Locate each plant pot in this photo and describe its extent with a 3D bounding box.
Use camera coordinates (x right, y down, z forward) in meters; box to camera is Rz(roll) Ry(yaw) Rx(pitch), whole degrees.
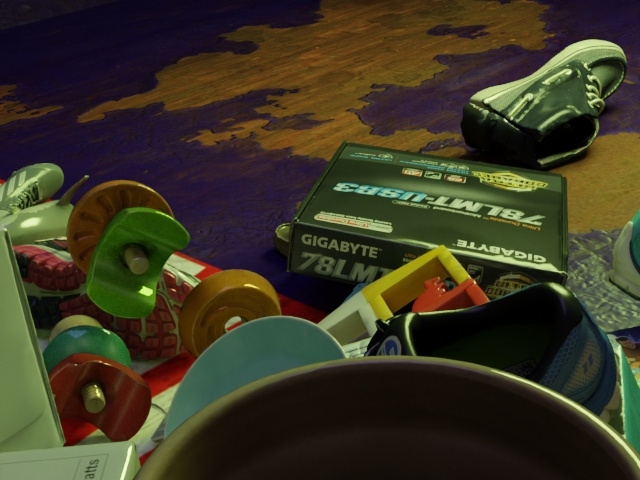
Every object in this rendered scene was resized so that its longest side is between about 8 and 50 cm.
[{"bbox_3d":[0.037,0.222,0.506,0.263,0.229,0.263,-2,26,1],"label":"plant pot"}]

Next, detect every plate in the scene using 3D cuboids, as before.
[{"bbox_3d":[-0.050,0.153,0.828,0.188,0.024,0.188,-15,55,22],"label":"plate"}]

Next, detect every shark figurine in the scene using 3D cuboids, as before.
[{"bbox_3d":[-0.363,0.015,1.209,0.166,0.116,0.278,-30,0,34],"label":"shark figurine"}]

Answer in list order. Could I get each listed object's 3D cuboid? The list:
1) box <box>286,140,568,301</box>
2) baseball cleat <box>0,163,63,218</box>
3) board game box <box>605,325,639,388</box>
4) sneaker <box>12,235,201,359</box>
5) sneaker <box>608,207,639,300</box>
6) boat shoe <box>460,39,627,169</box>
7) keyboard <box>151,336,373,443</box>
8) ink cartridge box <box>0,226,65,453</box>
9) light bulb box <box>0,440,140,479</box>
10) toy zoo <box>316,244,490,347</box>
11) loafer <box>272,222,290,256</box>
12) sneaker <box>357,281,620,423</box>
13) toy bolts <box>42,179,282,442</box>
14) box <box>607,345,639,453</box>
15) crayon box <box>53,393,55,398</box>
[{"bbox_3d":[0.136,-0.023,1.137,0.295,0.073,0.293,11,24,10],"label":"box"},{"bbox_3d":[-0.441,-0.044,1.398,0.109,0.072,0.206,32,47,33],"label":"baseball cleat"},{"bbox_3d":[0.284,0.130,0.885,0.201,0.035,0.136,-10,25,-8],"label":"board game box"},{"bbox_3d":[-0.236,0.045,1.085,0.299,0.121,0.112,12,22,28],"label":"sneaker"},{"bbox_3d":[0.421,0.029,0.944,0.275,0.110,0.107,12,17,-9],"label":"sneaker"},{"bbox_3d":[0.390,-0.203,1.494,0.340,0.127,0.158,-28,39,-25],"label":"boat shoe"},{"bbox_3d":[-0.035,0.130,0.880,0.256,0.014,0.072,-19,24,20],"label":"keyboard"},{"bbox_3d":[-0.367,0.089,0.725,0.270,0.197,0.198,13,31,35],"label":"ink cartridge box"},{"bbox_3d":[-0.264,0.294,0.430,0.361,0.225,0.358,-6,25,3],"label":"light bulb box"},{"bbox_3d":[0.069,0.100,0.893,0.192,0.030,0.293,-34,23,3],"label":"toy zoo"},{"bbox_3d":[0.000,0.000,1.205,0.148,0.050,0.056,18,31,38],"label":"loafer"},{"bbox_3d":[0.043,0.117,0.678,0.330,0.147,0.130,-27,47,1],"label":"sneaker"},{"bbox_3d":[-0.175,0.072,0.949,0.218,0.228,0.158,29,8,-29],"label":"toy bolts"},{"bbox_3d":[0.182,0.182,0.700,0.100,0.060,0.244,-17,27,23],"label":"box"},{"bbox_3d":[-0.381,0.225,0.771,0.322,0.083,0.203,-6,25,1],"label":"crayon box"}]
